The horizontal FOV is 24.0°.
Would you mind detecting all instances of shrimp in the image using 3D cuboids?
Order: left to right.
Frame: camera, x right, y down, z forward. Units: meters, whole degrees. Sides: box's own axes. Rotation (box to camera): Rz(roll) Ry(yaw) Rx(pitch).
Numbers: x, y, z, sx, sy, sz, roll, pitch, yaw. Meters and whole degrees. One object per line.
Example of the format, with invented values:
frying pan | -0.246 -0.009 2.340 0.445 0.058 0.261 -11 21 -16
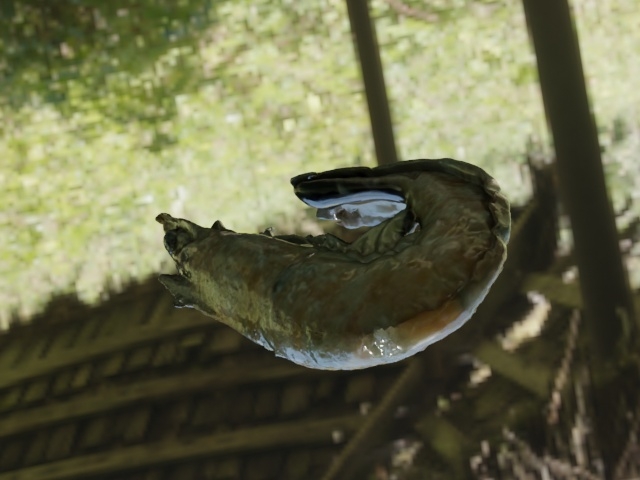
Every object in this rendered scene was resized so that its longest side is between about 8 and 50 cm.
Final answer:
shrimp | 0.000 0.000 0.698 0.126 0.047 0.223 -46 -146 -22
